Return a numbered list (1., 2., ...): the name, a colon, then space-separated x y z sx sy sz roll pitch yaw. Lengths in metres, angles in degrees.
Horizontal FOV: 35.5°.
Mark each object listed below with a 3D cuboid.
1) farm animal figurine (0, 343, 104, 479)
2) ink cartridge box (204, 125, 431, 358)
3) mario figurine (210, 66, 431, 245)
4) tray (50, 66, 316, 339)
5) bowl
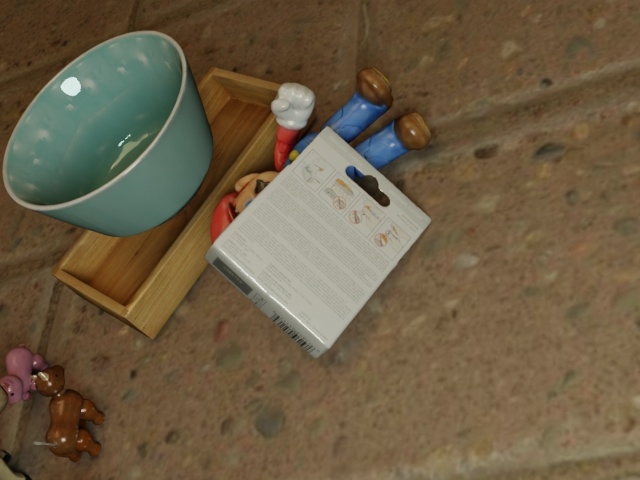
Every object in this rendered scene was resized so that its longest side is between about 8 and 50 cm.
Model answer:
1. farm animal figurine: -0.479 0.264 1.341 0.330 0.172 0.326 5 60 37
2. ink cartridge box: 0.000 0.000 1.241 0.232 0.189 0.066 -49 2 -32
3. mario figurine: -0.010 -0.082 1.305 0.320 0.170 0.198 -41 46 -3
4. tray: -0.202 -0.067 1.488 0.203 0.076 0.410 22 70 43
5. bowl: -0.275 -0.127 1.415 0.312 0.163 0.311 -18 48 21
